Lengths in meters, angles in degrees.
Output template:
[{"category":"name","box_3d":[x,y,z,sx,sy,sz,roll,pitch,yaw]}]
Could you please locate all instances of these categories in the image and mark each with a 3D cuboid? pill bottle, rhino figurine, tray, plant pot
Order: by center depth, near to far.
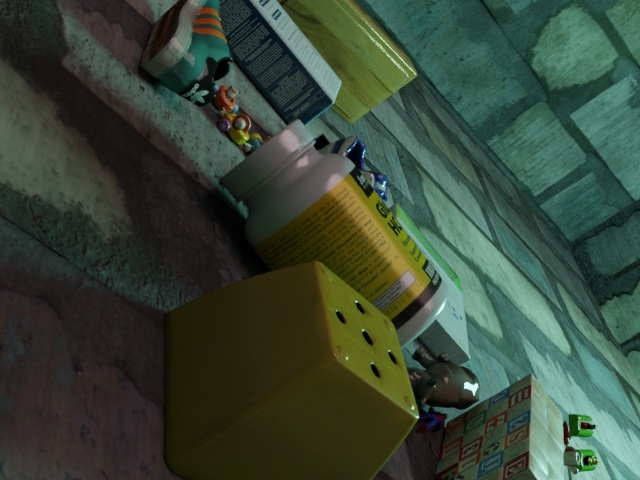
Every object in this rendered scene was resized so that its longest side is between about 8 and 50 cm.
[{"category":"plant pot","box_3d":[-0.022,0.150,0.934,0.212,0.187,0.212,40,25,-34]},{"category":"pill bottle","box_3d":[0.015,0.001,1.261,0.334,0.188,0.188,52,20,-7]},{"category":"rhino figurine","box_3d":[0.179,0.224,1.404,0.106,0.073,0.243,37,11,30]},{"category":"tray","box_3d":[0.023,-0.433,1.972,0.411,0.203,0.076,34,29,-45]}]

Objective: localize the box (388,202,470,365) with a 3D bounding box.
[{"category":"box","box_3d":[0.198,0.083,1.751,0.232,0.058,0.322,49,21,-16]}]

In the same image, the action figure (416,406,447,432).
[{"category":"action figure","box_3d":[0.179,0.285,1.415,0.038,0.030,0.115,56,17,20]}]

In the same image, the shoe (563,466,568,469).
[{"category":"shoe","box_3d":[0.432,0.417,1.720,0.178,0.063,0.081,8,55,-58]}]

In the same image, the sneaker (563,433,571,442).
[{"category":"sneaker","box_3d":[0.427,0.366,1.759,0.192,0.086,0.064,41,24,-34]}]

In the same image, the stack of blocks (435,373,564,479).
[{"category":"stack of blocks","box_3d":[0.265,0.332,1.318,0.087,0.171,0.297,53,20,-5]}]

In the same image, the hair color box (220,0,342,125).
[{"category":"hair color box","box_3d":[-0.110,-0.397,1.754,0.347,0.105,0.174,50,20,-14]}]

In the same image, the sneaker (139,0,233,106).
[{"category":"sneaker","box_3d":[-0.200,-0.313,1.425,0.121,0.108,0.302,45,29,-26]}]

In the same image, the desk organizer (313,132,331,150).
[{"category":"desk organizer","box_3d":[0.019,-0.140,1.708,0.130,0.050,0.047,53,19,-4]}]

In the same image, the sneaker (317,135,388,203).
[{"category":"sneaker","box_3d":[0.069,-0.060,1.577,0.112,0.131,0.296,24,37,-58]}]

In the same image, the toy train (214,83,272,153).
[{"category":"toy train","box_3d":[-0.119,-0.195,1.489,0.166,0.046,0.125,46,22,-22]}]

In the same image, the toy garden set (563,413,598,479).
[{"category":"toy garden set","box_3d":[0.510,0.457,1.704,0.204,0.049,0.244,21,64,-57]}]
